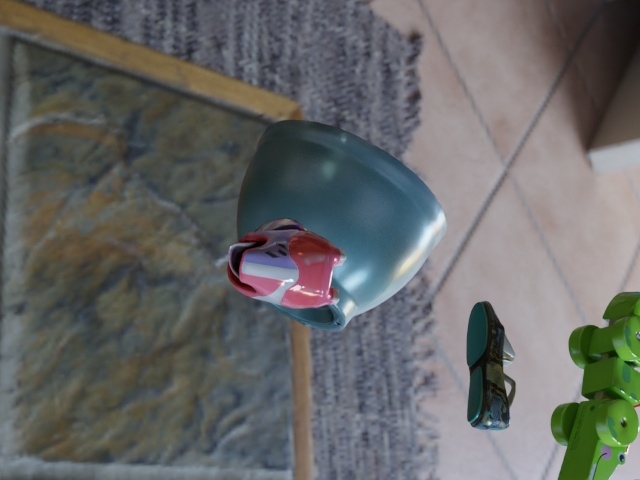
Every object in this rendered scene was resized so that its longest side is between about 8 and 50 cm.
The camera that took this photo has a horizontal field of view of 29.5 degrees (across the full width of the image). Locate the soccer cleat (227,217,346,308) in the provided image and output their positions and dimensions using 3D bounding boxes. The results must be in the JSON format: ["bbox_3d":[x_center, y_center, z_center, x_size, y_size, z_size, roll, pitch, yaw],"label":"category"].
[{"bbox_3d":[-0.052,0.018,1.121,0.095,0.248,0.083,11,91,-17],"label":"soccer cleat"}]

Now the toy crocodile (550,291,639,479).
[{"bbox_3d":[0.415,0.215,1.733,0.105,0.115,0.340,34,59,-23],"label":"toy crocodile"}]

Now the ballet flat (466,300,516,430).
[{"bbox_3d":[0.226,0.168,1.599,0.070,0.070,0.188,40,45,-39],"label":"ballet flat"}]

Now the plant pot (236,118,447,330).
[{"bbox_3d":[0.000,0.000,1.678,0.293,0.293,0.196,46,63,-35],"label":"plant pot"}]
